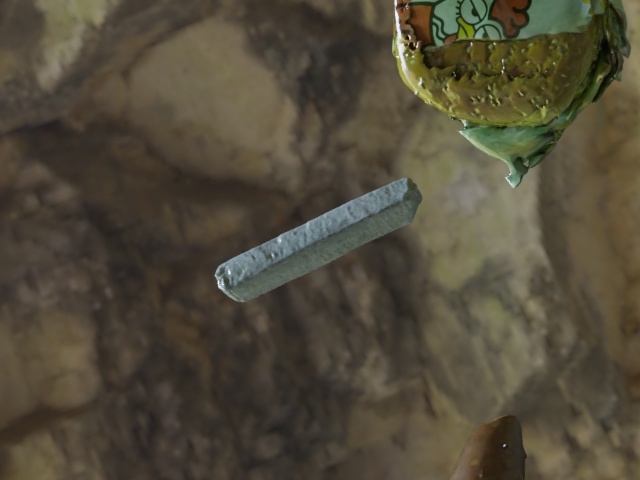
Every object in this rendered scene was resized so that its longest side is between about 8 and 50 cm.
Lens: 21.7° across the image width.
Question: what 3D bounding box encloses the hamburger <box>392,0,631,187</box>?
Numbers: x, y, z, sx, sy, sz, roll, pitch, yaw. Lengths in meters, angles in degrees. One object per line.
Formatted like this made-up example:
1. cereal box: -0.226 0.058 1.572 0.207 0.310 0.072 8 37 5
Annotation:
1. hamburger: 0.165 -0.166 1.485 0.214 0.235 0.125 17 10 28

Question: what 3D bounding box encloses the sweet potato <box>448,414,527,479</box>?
1. sweet potato: 0.085 0.192 0.547 0.067 0.273 0.067 -14 -14 -3

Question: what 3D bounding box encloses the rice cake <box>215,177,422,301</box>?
1. rice cake: 0.001 0.000 1.248 0.171 0.029 0.033 -27 -38 14
